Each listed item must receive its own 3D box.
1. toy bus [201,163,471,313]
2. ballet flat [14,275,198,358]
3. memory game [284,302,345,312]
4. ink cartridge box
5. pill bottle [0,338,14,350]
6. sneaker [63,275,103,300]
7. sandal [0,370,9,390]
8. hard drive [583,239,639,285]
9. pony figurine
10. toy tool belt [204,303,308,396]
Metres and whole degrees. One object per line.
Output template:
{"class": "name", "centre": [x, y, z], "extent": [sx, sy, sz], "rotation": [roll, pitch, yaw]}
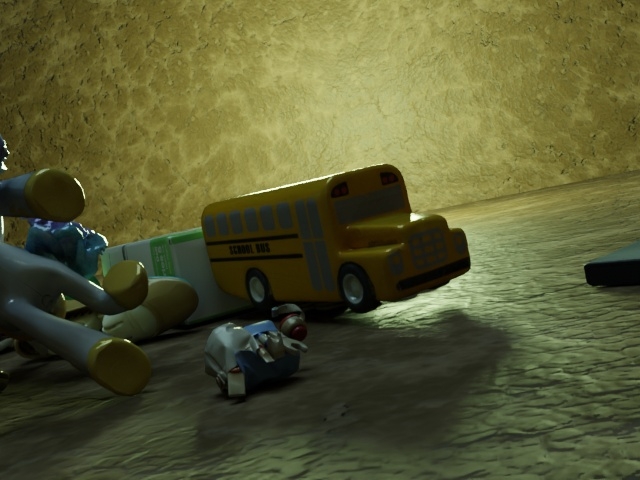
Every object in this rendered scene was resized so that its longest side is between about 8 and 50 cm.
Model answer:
{"class": "toy bus", "centre": [0.000, 0.000, 0.826], "extent": [0.108, 0.130, 0.333], "rotation": [-15, 5, -34]}
{"class": "ballet flat", "centre": [-0.250, 0.099, 0.903], "extent": [0.232, 0.080, 0.073], "rotation": [-13, 30, 19]}
{"class": "memory game", "centre": [0.048, 0.058, 0.913], "extent": [0.186, 0.012, 0.186], "rotation": [-12, 4, 1]}
{"class": "ink cartridge box", "centre": [-0.163, 0.039, 1.082], "extent": [0.198, 0.114, 0.273], "rotation": [-14, 4, -33]}
{"class": "pill bottle", "centre": [-0.568, 0.092, 1.124], "extent": [0.302, 0.169, 0.169], "rotation": [-8, 4, 37]}
{"class": "sneaker", "centre": [-0.399, 0.077, 1.182], "extent": [0.110, 0.123, 0.296], "rotation": [-14, 4, -39]}
{"class": "sandal", "centre": [-0.367, 0.140, 0.693], "extent": [0.072, 0.049, 0.180], "rotation": [1, -4, 42]}
{"class": "hard drive", "centre": [0.305, 0.013, 0.682], "extent": [0.094, 0.022, 0.135], "rotation": [-9, 4, 45]}
{"class": "pony figurine", "centre": [-0.334, 0.008, 0.692], "extent": [0.364, 0.351, 0.302], "rotation": [-7, 47, 51]}
{"class": "toy tool belt", "centre": [-0.036, 0.082, 0.547], "extent": [0.083, 0.052, 0.051], "rotation": [-17, 36, -29]}
